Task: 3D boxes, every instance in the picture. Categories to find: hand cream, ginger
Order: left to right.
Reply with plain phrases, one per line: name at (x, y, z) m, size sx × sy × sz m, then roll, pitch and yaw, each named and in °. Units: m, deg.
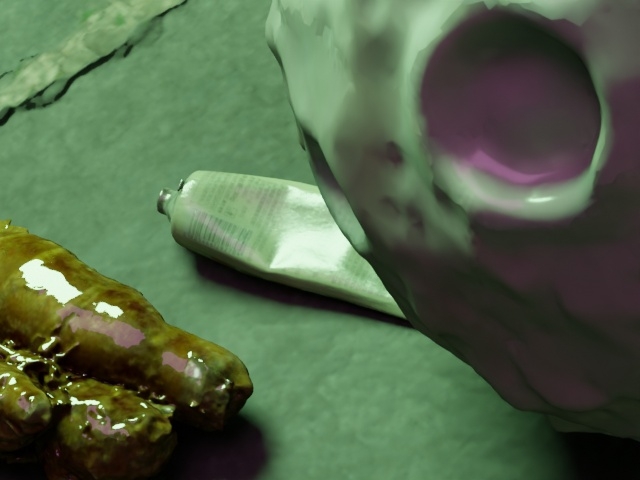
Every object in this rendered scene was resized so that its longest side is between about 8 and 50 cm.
ginger at (-0.115, 0.057, 0.698) m, size 0.162 × 0.073 × 0.103 m, roll 24°, pitch 67°, yaw 31°
hand cream at (0.000, 0.000, 0.732) m, size 0.165 × 0.037 × 0.057 m, roll 15°, pitch 61°, yaw 19°

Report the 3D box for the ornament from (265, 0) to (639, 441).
ornament at (0.144, -0.096, 0.567) m, size 0.337 × 0.337 × 0.337 m, roll -10°, pitch 53°, yaw 13°
